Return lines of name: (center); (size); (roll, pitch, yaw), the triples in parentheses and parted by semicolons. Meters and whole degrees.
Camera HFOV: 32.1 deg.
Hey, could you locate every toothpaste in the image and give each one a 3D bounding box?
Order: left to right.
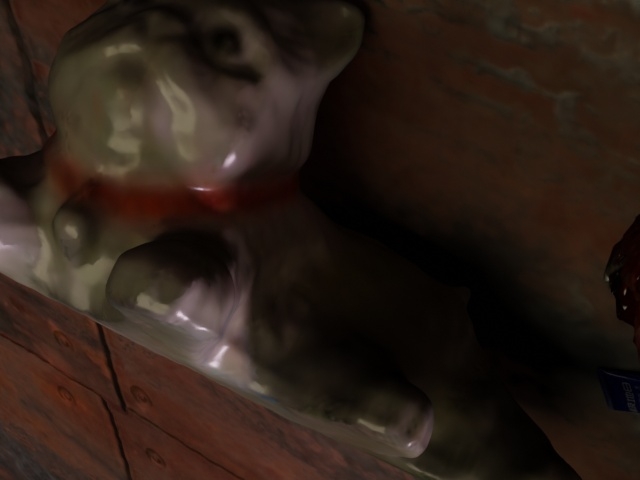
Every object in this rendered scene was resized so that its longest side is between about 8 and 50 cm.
toothpaste: (0.167, 0.075, 0.526); (0.083, 0.015, 0.024); (2, 118, 51)

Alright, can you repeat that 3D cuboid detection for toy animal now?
toy animal: (0.000, 0.000, 0.535); (0.308, 0.188, 0.266); (19, 159, 18)

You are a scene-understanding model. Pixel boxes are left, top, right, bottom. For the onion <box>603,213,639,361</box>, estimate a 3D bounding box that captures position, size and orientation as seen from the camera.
onion: (0.185, 0.054, 0.383); (0.147, 0.184, 0.184); (-31, 103, 12)
